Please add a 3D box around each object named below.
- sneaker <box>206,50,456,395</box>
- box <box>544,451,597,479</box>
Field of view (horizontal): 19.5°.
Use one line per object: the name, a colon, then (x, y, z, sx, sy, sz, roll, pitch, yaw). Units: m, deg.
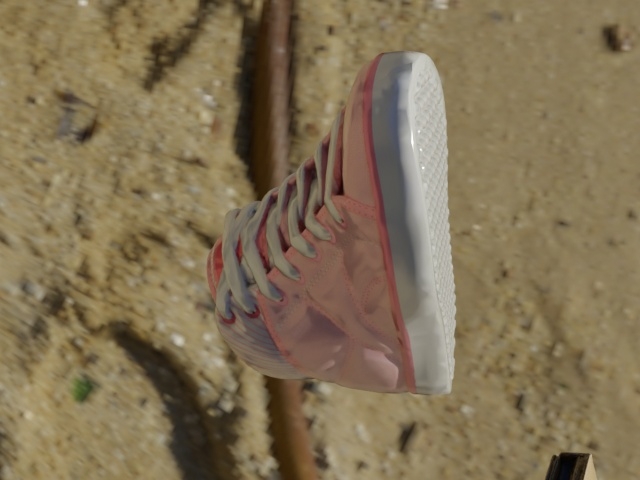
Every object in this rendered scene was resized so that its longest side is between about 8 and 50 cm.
sneaker: (0.000, 0.000, 0.496, 0.070, 0.134, 0.051, 4, 58, 8)
box: (0.120, 0.227, 0.899, 0.201, 0.021, 0.164, 70, 31, -43)
